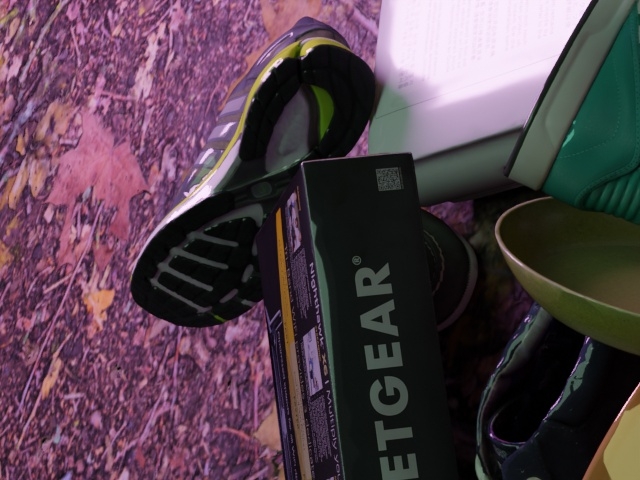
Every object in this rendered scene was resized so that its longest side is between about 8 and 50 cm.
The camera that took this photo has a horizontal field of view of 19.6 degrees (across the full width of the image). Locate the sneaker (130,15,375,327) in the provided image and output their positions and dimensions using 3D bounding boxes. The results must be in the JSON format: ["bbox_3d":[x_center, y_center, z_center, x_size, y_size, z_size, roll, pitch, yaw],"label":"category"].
[{"bbox_3d":[-0.055,-0.053,1.512,0.300,0.111,0.121,-52,18,23],"label":"sneaker"}]

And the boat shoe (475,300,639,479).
[{"bbox_3d":[0.145,0.180,1.191,0.127,0.158,0.340,31,100,56],"label":"boat shoe"}]

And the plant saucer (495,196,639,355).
[{"bbox_3d":[0.221,0.027,1.107,0.241,0.241,0.037,36,124,55],"label":"plant saucer"}]

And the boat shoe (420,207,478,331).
[{"bbox_3d":[0.000,0.000,1.544,0.335,0.096,0.112,25,95,56],"label":"boat shoe"}]

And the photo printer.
[{"bbox_3d":[0.173,-0.173,1.374,0.307,0.107,0.256,-17,61,50],"label":"photo printer"}]

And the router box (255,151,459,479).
[{"bbox_3d":[0.024,0.116,1.311,0.243,0.081,0.308,130,134,-75],"label":"router box"}]

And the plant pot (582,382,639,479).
[{"bbox_3d":[0.285,0.164,0.921,0.203,0.291,0.290,34,102,39],"label":"plant pot"}]

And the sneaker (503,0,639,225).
[{"bbox_3d":[0.257,-0.123,1.158,0.295,0.178,0.124,-59,-6,-18],"label":"sneaker"}]
